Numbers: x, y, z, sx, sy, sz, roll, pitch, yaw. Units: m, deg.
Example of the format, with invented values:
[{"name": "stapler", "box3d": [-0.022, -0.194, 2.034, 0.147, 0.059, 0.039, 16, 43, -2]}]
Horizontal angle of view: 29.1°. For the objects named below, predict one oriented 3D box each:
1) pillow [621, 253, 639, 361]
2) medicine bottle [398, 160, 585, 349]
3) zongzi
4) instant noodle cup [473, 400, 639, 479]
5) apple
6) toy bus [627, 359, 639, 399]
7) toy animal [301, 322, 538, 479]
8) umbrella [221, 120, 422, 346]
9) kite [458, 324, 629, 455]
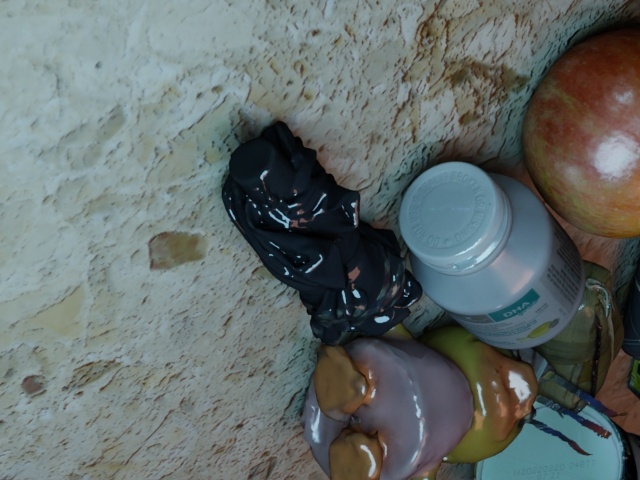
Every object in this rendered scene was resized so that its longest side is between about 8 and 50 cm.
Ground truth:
[{"name": "pillow", "box3d": [0.440, 0.017, 1.467, 0.161, 0.092, 0.335, -35, 145, -29]}, {"name": "medicine bottle", "box3d": [0.154, 0.011, 1.129, 0.135, 0.135, 0.215, -46, 146, 4]}, {"name": "zongzi", "box3d": [0.309, 0.078, 1.410, 0.197, 0.099, 0.194, -41, 144, -38]}, {"name": "instant noodle cup", "box3d": [0.317, 0.318, 1.547, 0.251, 0.251, 0.190, -44, 137, 0]}, {"name": "apple", "box3d": [0.292, -0.095, 1.134, 0.209, 0.164, 0.209, -26, 143, -21]}, {"name": "toy bus", "box3d": [0.522, 0.166, 1.713, 0.175, 0.088, 0.101, -31, 142, -16]}, {"name": "toy animal", "box3d": [0.106, 0.163, 1.225, 0.281, 0.195, 0.169, -8, 176, -34]}, {"name": "umbrella", "box3d": [0.000, 0.001, 0.986, 0.272, 0.110, 0.122, 52, 46, -58]}, {"name": "kite", "box3d": [0.225, 0.167, 1.355, 0.245, 0.015, 0.141, 28, 122, -17]}]
